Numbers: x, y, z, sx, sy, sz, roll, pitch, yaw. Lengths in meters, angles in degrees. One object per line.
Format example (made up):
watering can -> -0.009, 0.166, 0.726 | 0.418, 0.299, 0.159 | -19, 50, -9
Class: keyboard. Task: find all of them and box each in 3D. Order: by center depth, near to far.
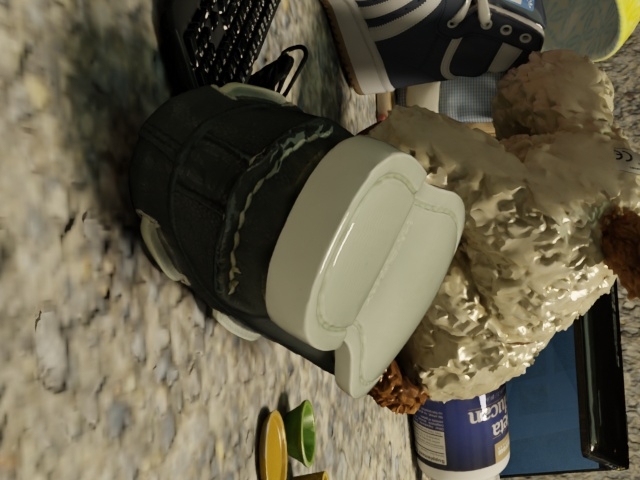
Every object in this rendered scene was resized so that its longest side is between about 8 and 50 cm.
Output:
keyboard -> -0.030, -0.103, 0.602 | 0.192, 0.038, 0.100 | -75, 159, -55

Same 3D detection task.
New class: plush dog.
plush dog -> 0.127, 0.022, 0.875 | 0.262, 0.210, 0.225 | -26, 152, -37

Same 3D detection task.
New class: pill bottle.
pill bottle -> 0.138, 0.180, 1.226 | 0.094, 0.094, 0.169 | -65, 150, -68

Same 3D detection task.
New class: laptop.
laptop -> 0.189, 0.049, 1.310 | 0.408, 0.236, 0.382 | 33, 54, -67

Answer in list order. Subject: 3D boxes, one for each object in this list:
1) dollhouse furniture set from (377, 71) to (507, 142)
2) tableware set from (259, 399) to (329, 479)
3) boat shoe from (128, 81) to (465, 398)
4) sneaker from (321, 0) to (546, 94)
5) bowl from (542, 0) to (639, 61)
dollhouse furniture set -> 0.124, -0.182, 1.168 | 0.129, 0.129, 0.184 | 42, 47, -75
tableware set -> -0.016, 0.140, 0.637 | 0.154, 0.024, 0.104 | -27, 113, -77
boat shoe -> 0.000, 0.000, 0.572 | 0.114, 0.091, 0.302 | -60, 165, -9
sneaker -> 0.076, -0.195, 0.868 | 0.282, 0.153, 0.099 | 61, 27, -66
bowl -> 0.176, -0.299, 0.997 | 0.156, 0.289, 0.289 | -47, 159, -6
